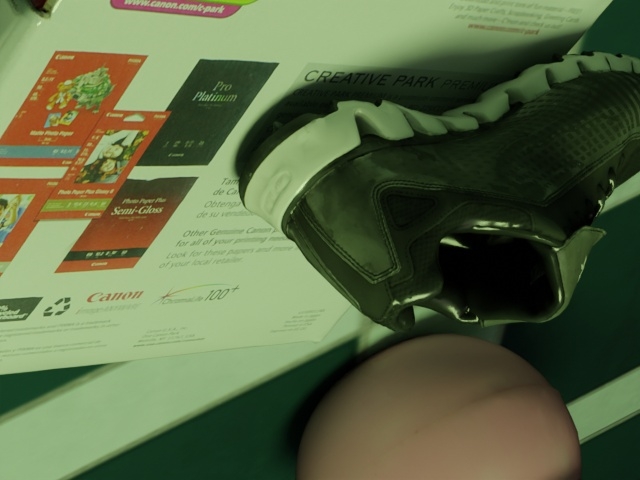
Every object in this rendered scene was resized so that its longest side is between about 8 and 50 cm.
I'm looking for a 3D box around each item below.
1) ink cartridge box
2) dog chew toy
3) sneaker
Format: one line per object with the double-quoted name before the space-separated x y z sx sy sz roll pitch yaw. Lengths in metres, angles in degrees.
"ink cartridge box" -0.057 -0.078 0.786 0.309 0.130 0.272 -2 140 -50
"dog chew toy" 0.123 0.229 1.340 0.207 0.332 0.206 -26 156 -13
"sneaker" 0.082 -0.013 0.794 0.234 0.106 0.078 -13 148 -39
